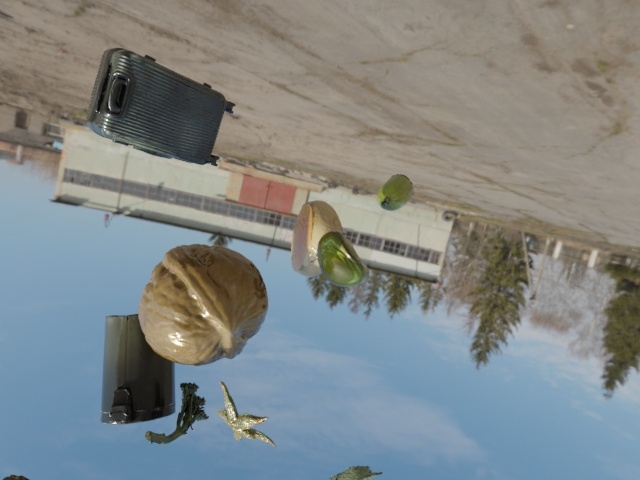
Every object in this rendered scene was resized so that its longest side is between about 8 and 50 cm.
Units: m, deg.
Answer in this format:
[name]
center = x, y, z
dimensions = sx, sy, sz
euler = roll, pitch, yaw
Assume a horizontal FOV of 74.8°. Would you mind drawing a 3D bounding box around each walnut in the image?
[walnut]
center = -0.280, 0.154, 1.018
dimensions = 0.333, 0.332, 0.333
euler = 13, -174, -1

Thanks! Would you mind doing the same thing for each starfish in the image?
[starfish]
center = -0.336, 0.778, 1.768
dimensions = 0.347, 0.357, 0.078
euler = 22, -143, 24

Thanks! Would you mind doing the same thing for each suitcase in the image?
[suitcase]
center = -0.367, -0.299, 0.985
dimensions = 0.128, 0.202, 0.312
euler = 25, -171, 38

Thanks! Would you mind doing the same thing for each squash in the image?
[squash]
center = 0.279, -0.171, 1.591
dimensions = 0.123, 0.123, 0.186
euler = 16, -149, 19

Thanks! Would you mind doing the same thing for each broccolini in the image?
[broccolini]
center = -0.366, 0.438, 1.074
dimensions = 0.062, 0.123, 0.271
euler = -28, 170, 6

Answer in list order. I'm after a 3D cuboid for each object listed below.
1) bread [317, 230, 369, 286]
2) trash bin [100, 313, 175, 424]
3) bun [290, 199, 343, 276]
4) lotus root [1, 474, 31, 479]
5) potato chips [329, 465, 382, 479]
[bread]
center = 0.066, 0.069, 1.274
dimensions = 0.166, 0.112, 0.383
euler = 57, -175, 9
[trash bin]
center = -0.535, 0.364, 1.241
dimensions = 0.203, 0.301, 0.252
euler = -4, 168, 2
[bun]
center = 0.000, 0.000, 1.606
dimensions = 0.165, 0.298, 0.299
euler = 9, -173, -17
[lotus root]
center = -0.470, 0.540, 0.751
dimensions = 0.310, 0.182, 0.183
euler = 32, -168, 20
[potato chips]
center = 0.096, 0.781, 1.344
dimensions = 0.059, 0.167, 0.228
euler = 47, 152, 7
